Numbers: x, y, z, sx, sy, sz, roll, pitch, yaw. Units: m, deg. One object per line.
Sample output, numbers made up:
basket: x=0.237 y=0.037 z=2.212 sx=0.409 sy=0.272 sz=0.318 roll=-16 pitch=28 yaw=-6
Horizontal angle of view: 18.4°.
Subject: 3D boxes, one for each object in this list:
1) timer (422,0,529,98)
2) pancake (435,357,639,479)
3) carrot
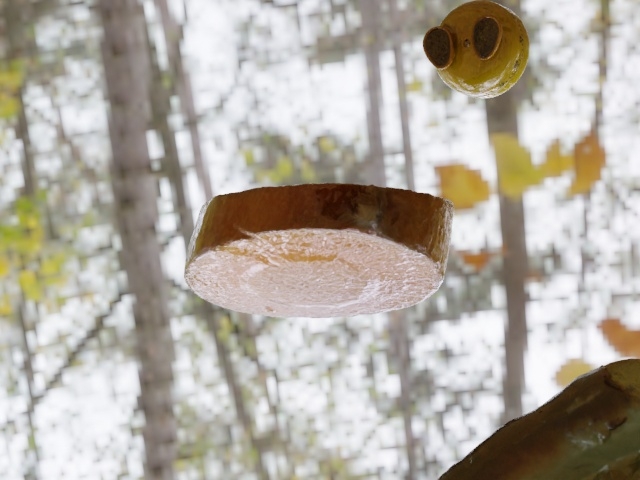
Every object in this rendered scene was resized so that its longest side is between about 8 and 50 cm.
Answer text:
timer: x=0.177 y=-0.206 z=2.139 sx=0.107 sy=0.107 sz=0.109 roll=10 pitch=179 yaw=32
pancake: x=0.129 y=0.283 z=1.326 sx=0.427 sy=0.067 sz=0.305 roll=-47 pitch=-138 yaw=3
carrot: x=0.000 y=0.000 z=1.911 sx=0.258 sy=0.100 sz=0.307 roll=3 pitch=165 yaw=-15
